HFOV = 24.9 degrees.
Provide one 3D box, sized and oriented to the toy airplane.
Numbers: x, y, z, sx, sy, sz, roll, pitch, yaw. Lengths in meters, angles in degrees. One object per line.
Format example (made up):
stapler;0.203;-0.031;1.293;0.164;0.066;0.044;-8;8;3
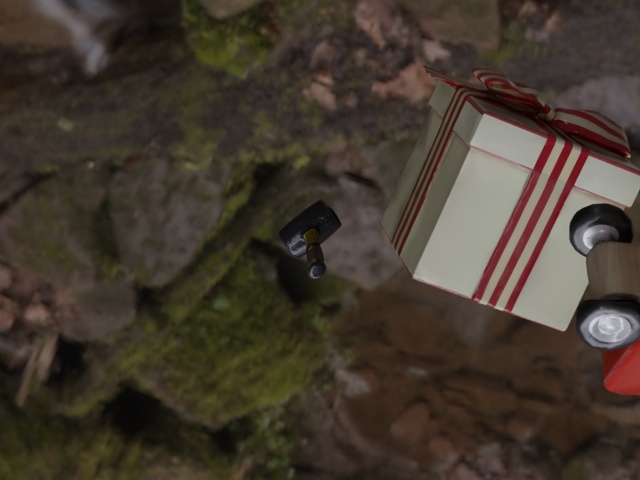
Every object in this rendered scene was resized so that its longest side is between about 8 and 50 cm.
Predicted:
toy airplane;0.428;-0.007;1.246;0.272;0.386;0.384;29;174;-20

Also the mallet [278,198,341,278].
mallet;0.000;0.000;1.425;0.062;0.190;0.039;-39;103;-1

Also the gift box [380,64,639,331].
gift box;0.226;-0.076;1.845;0.255;0.276;0.258;19;106;-20
